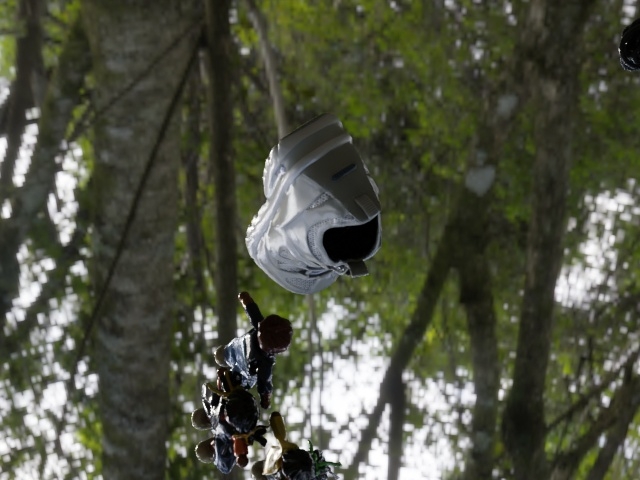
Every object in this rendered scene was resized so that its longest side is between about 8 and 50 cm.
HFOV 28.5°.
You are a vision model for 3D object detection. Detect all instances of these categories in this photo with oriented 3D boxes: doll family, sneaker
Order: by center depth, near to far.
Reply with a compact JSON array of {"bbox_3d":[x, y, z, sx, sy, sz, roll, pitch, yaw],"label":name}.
[{"bbox_3d":[-0.040,0.132,0.859,0.076,0.111,0.193,-20,-102,-21],"label":"doll family"},{"bbox_3d":[0.000,0.000,1.173,0.105,0.281,0.115,-32,-109,-13],"label":"sneaker"}]

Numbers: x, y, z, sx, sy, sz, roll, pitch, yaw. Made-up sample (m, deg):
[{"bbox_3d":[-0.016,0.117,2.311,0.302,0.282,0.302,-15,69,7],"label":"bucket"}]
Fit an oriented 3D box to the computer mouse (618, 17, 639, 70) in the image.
[{"bbox_3d":[0.353,-0.073,0.972,0.184,0.060,0.262,-21,-109,-15],"label":"computer mouse"}]
